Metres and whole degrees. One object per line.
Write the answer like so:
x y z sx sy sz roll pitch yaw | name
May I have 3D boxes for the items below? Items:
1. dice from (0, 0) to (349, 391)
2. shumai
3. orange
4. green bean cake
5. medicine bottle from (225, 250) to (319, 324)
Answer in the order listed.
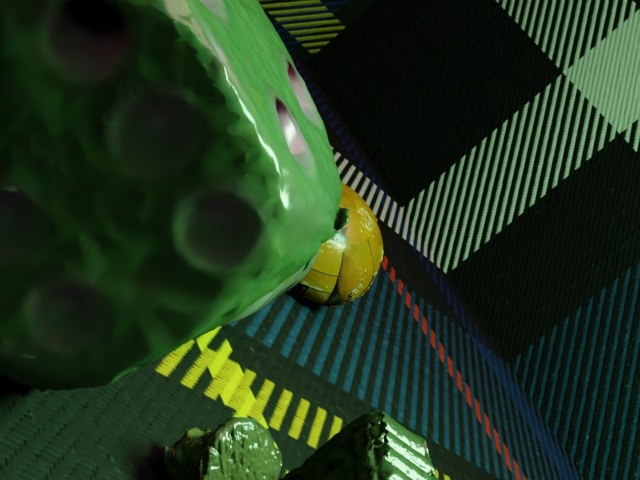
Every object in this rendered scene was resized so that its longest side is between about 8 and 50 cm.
-0.186 -0.085 0.939 0.322 0.318 0.330 58 12 -17 | dice
-0.099 0.218 1.031 0.087 0.124 0.099 7 -1 45 | shumai
0.000 0.000 1.838 0.234 0.182 0.234 55 18 -26 | orange
0.024 0.265 1.047 0.094 0.185 0.183 44 14 -17 | green bean cake
-0.106 -0.019 1.401 0.208 0.208 0.339 50 12 2 | medicine bottle
